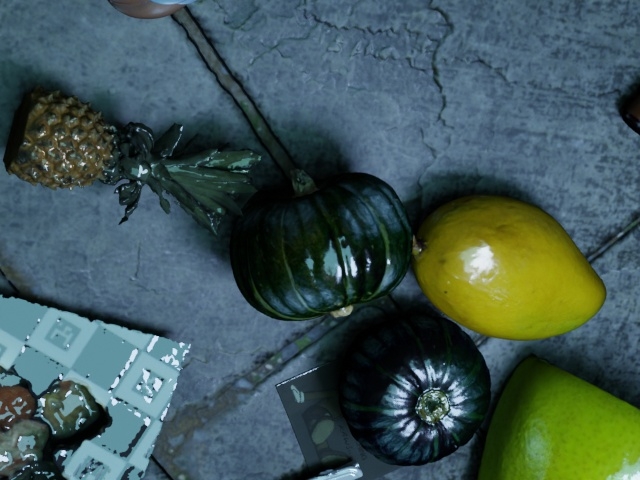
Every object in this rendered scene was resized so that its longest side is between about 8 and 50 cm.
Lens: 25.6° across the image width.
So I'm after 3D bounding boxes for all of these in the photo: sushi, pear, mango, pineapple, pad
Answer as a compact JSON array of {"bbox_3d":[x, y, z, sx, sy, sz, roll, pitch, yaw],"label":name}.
[{"bbox_3d":[-0.369,0.225,1.696,0.339,0.069,0.320,17,94,-20],"label":"sushi"},{"bbox_3d":[0.364,0.364,1.855,0.342,0.238,0.318,31,89,-23],"label":"pear"},{"bbox_3d":[0.239,0.038,1.779,0.317,0.119,0.176,24,96,-30],"label":"mango"},{"bbox_3d":[-0.213,-0.094,1.607,0.277,0.119,0.130,18,58,-22],"label":"pineapple"},{"bbox_3d":[0.030,0.243,1.842,0.127,0.004,0.190,-23,113,-7],"label":"pad"}]

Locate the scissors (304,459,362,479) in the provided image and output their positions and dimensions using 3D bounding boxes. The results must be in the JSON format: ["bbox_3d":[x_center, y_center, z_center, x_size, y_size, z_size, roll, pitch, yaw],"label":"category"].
[{"bbox_3d":[-0.058,0.347,1.835,0.242,0.030,0.118,-23,113,-5],"label":"scissors"}]

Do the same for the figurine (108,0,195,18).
[{"bbox_3d":[-0.052,-0.390,1.503,0.388,0.248,0.277,-13,108,-22],"label":"figurine"}]

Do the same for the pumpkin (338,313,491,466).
[{"bbox_3d":[0.119,0.190,1.774,0.202,0.140,0.202,-4,103,-17],"label":"pumpkin"}]

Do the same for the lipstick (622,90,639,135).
[{"bbox_3d":[0.514,-0.277,1.780,0.057,0.057,0.357,38,94,-23],"label":"lipstick"}]

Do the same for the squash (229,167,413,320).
[{"bbox_3d":[0.001,0.005,1.645,0.218,0.218,0.172,-7,77,-14],"label":"squash"}]
